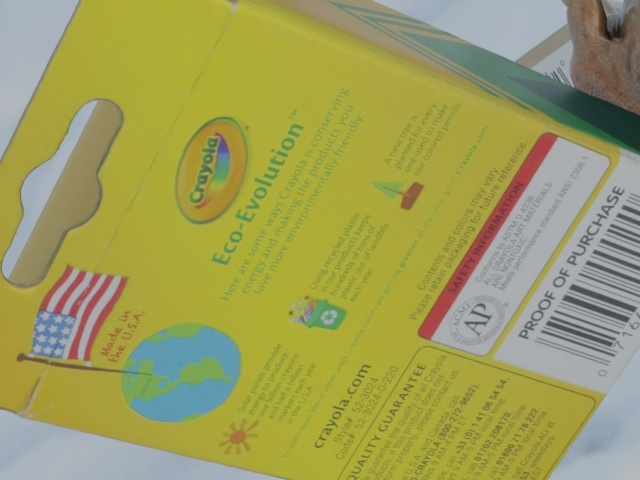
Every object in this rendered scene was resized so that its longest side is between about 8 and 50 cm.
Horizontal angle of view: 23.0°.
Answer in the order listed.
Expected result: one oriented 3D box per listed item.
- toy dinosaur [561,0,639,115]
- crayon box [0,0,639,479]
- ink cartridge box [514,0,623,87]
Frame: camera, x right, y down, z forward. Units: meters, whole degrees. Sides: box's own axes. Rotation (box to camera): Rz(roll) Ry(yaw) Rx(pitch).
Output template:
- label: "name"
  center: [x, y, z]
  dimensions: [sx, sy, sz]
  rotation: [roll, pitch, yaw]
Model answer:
- label: "toy dinosaur"
  center: [0.214, -0.105, 0.872]
  dimensions: [0.127, 0.296, 0.200]
  rotation: [-11, 57, -30]
- label: "crayon box"
  center: [0.000, 0.000, 0.681]
  dimensions: [0.318, 0.202, 0.081]
  rotation: [19, 22, -31]
- label: "ink cartridge box"
  center: [0.181, -0.038, 1.196]
  dimensions: [0.193, 0.234, 0.088]
  rotation: [57, 21, 10]
